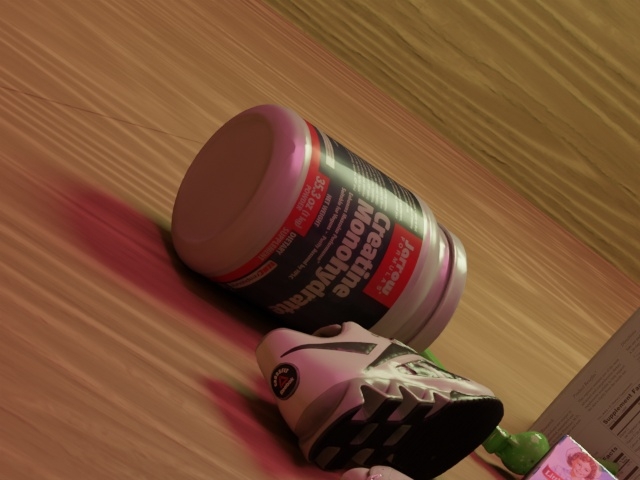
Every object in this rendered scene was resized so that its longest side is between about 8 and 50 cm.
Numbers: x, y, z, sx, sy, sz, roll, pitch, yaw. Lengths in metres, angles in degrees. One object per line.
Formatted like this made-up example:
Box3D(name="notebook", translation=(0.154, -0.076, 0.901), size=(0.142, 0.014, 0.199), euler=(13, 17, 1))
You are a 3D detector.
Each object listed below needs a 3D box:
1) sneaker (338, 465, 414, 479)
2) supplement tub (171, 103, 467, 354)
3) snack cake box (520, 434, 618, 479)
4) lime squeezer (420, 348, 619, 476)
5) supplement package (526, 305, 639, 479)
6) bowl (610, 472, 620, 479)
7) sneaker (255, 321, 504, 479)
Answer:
Box3D(name="sneaker", translation=(0.051, 0.237, 1.507), size=(0.115, 0.090, 0.232), euler=(37, 2, 17))
Box3D(name="supplement tub", translation=(0.000, 0.000, 1.879), size=(0.272, 0.191, 0.191), euler=(32, 15, -31))
Box3D(name="snack cake box", translation=(0.265, 0.323, 1.640), size=(0.264, 0.089, 0.152), euler=(42, 51, 8))
Box3D(name="lime squeezer", translation=(0.207, 0.198, 2.049), size=(0.310, 0.059, 0.110), euler=(34, 46, -4))
Box3D(name="supplement package", translation=(0.387, 0.188, 2.205), size=(0.145, 0.262, 0.204), euler=(43, 13, 8))
Box3D(name="bowl", translation=(0.306, 0.304, 1.997), size=(0.170, 0.080, 0.170), euler=(39, 13, -11))
Box3D(name="sneaker", translation=(0.060, 0.140, 1.737), size=(0.146, 0.122, 0.330), euler=(51, 15, 30))
